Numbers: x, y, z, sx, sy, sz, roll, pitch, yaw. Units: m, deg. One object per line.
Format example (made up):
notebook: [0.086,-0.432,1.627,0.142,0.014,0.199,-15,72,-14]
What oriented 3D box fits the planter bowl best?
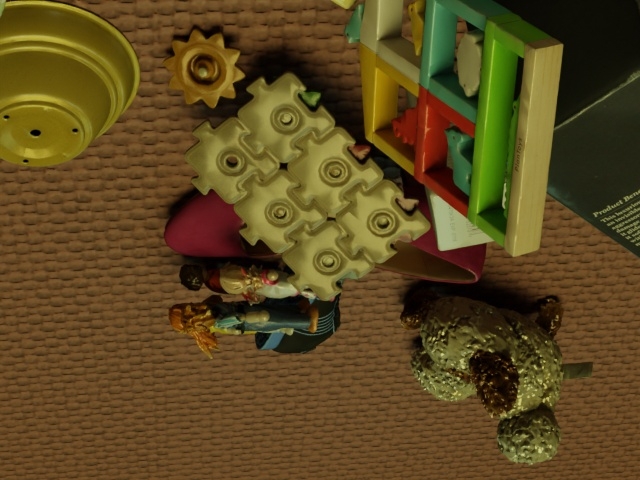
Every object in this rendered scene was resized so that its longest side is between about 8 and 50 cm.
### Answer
planter bowl: [-0.295,-0.141,1.410,0.217,0.090,0.217,-5,143,-4]

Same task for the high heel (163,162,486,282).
high heel: [0.000,0.000,1.579,0.377,0.181,0.127,-15,144,10]

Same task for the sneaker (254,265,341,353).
sneaker: [-0.007,0.079,1.780,0.090,0.081,0.232,7,149,-24]

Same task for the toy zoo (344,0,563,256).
toy zoo: [0.105,-0.137,1.204,0.030,0.293,0.192,-15,124,-25]

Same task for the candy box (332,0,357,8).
candy box: [-0.031,-0.347,1.178,0.316,0.088,0.183,25,133,-37]

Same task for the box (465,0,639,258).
box: [0.294,-0.169,1.310,0.182,0.296,0.294,-32,137,30]

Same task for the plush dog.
plush dog: [0.226,0.150,1.831,0.225,0.262,0.211,27,99,-51]

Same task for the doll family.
doll family: [-0.097,0.087,1.647,0.163,0.118,0.263,4,178,-21]

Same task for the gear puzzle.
gear puzzle: [-0.047,-0.092,1.472,0.175,0.044,0.339,-36,110,21]

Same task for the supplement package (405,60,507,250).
supplement package: [0.159,-0.097,1.478,0.105,0.179,0.105,-11,144,4]

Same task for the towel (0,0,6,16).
towel: [-0.361,-0.278,1.129,0.247,0.038,0.325,1,150,-27]
